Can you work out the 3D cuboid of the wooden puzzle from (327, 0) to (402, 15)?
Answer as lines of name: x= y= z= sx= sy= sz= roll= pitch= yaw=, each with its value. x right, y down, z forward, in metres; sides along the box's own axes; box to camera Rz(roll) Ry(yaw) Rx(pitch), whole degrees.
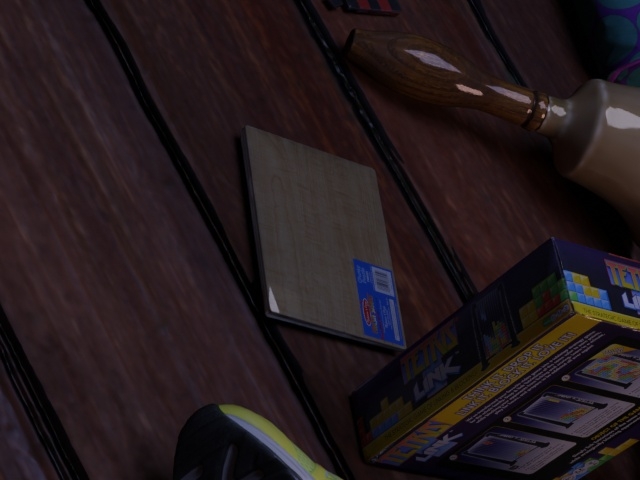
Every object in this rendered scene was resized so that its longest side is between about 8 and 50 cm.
wooden puzzle: x=0.025 y=-0.169 z=1.273 sx=0.083 sy=0.006 sz=0.049 roll=-2 pitch=60 yaw=-43

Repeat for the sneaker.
sneaker: x=0.011 y=0.153 z=0.948 sx=0.208 sy=0.081 sz=0.094 roll=48 pitch=31 yaw=-10

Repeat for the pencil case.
pencil case: x=0.217 y=-0.174 z=1.410 sx=0.070 sy=0.064 sz=0.152 roll=0 pitch=58 yaw=-24

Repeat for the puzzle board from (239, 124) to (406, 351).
puzzle board: x=0.000 y=0.000 z=1.107 sx=0.096 sy=0.011 sz=0.128 roll=18 pitch=48 yaw=-34

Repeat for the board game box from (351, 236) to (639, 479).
board game box: x=0.123 y=0.072 z=1.034 sx=0.141 sy=0.170 sz=0.048 roll=16 pitch=50 yaw=-34

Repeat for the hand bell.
hand bell: x=0.129 y=-0.087 z=1.245 sx=0.242 sy=0.126 sz=0.126 roll=19 pitch=46 yaw=-16
